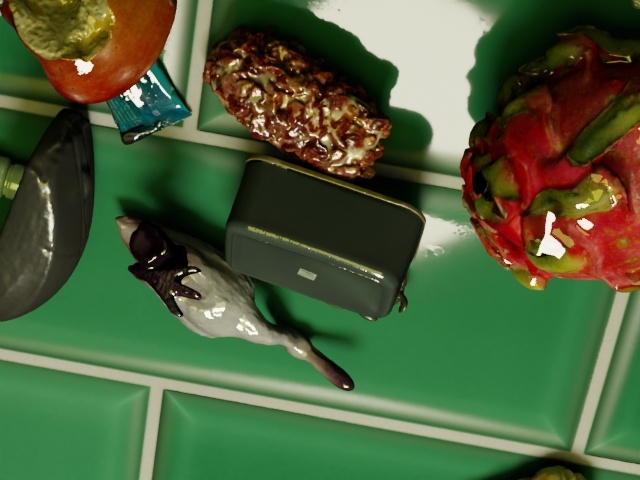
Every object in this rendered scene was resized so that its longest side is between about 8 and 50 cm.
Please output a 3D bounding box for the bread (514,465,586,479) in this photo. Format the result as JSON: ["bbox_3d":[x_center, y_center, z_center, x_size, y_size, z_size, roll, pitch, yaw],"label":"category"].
[{"bbox_3d":[0.155,0.359,2.108,0.367,0.077,0.084,-25,111,20],"label":"bread"}]

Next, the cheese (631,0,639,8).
[{"bbox_3d":[0.299,-0.307,1.712,0.092,0.047,0.171,7,121,3],"label":"cheese"}]

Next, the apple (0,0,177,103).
[{"bbox_3d":[-0.222,-0.226,1.758,0.158,0.156,0.147,-37,128,-4],"label":"apple"}]

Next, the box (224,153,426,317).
[{"bbox_3d":[0.000,0.000,1.855,0.201,0.090,0.144,20,158,3],"label":"box"}]

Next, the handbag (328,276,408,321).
[{"bbox_3d":[0.042,0.054,1.955,0.111,0.047,0.072,-2,119,5],"label":"handbag"}]

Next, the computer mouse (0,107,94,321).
[{"bbox_3d":[-0.293,-0.014,1.901,0.086,0.137,0.269,24,121,-3],"label":"computer mouse"}]

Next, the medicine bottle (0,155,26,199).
[{"bbox_3d":[-0.362,-0.072,1.926,0.083,0.047,0.047,17,121,-4],"label":"medicine bottle"}]

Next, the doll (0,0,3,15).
[{"bbox_3d":[-0.343,-0.307,1.754,0.110,0.107,0.181,33,114,11],"label":"doll"}]

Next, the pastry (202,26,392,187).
[{"bbox_3d":[-0.025,-0.139,1.825,0.208,0.097,0.115,34,108,-12],"label":"pastry"}]

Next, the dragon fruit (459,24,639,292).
[{"bbox_3d":[0.284,-0.080,1.750,0.303,0.237,0.231,-39,131,14],"label":"dragon fruit"}]

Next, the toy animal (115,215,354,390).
[{"bbox_3d":[-0.116,0.064,1.939,0.090,0.195,0.324,-50,133,6],"label":"toy animal"}]

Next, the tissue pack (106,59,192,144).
[{"bbox_3d":[-0.203,-0.170,1.864,0.085,0.028,0.138,-20,119,17],"label":"tissue pack"}]
